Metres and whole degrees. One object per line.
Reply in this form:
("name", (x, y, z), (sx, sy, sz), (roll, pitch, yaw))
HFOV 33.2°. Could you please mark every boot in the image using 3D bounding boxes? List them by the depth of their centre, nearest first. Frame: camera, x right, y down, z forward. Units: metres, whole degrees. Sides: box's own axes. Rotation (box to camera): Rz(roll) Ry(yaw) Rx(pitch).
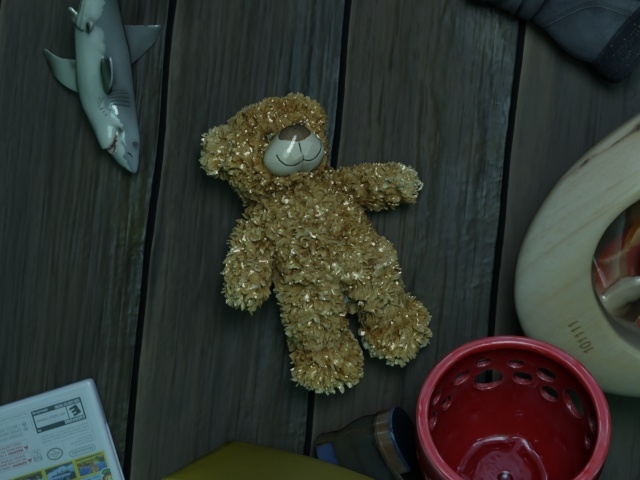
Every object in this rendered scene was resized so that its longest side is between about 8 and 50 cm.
("boot", (0.305, -0.338, 1.102), (0.222, 0.118, 0.338), (32, 124, -3))
("boot", (0.077, 0.293, 1.204), (0.106, 0.082, 0.219), (-16, 102, 25))

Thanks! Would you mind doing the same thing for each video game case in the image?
("video game case", (-0.335, 0.286, 1.209), (0.227, 0.026, 0.206), (-17, 90, -2))

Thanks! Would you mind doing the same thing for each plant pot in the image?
("plant pot", (-0.036, 0.329, 1.097), (0.187, 0.212, 0.212), (-2, 90, 15))
("plant pot", (0.193, 0.218, 1.109), (0.191, 0.174, 0.191), (-3, 55, 4))

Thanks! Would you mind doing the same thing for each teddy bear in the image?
("teddy bear", (0.000, 0.000, 1.171), (0.245, 0.113, 0.338), (-6, 90, -3))

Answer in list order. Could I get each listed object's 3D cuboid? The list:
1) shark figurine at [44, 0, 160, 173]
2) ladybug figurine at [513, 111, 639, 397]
("shark figurine", (-0.210, -0.231, 1.160), (0.116, 0.278, 0.166), (-24, 55, -37))
("ladybug figurine", (0.410, -0.017, 1.113), (0.449, 0.162, 0.305), (-29, 101, 16))
